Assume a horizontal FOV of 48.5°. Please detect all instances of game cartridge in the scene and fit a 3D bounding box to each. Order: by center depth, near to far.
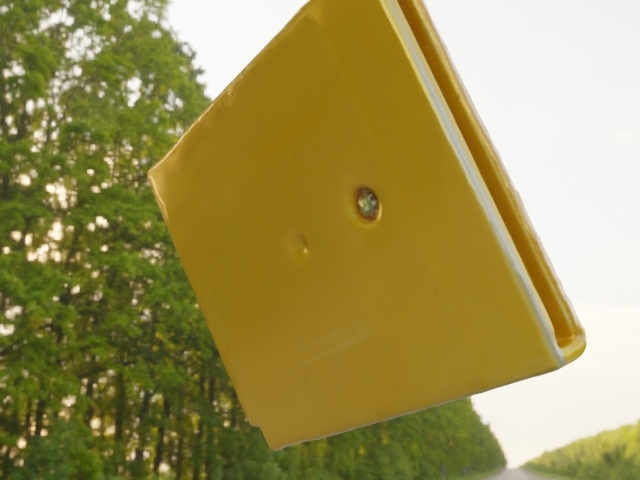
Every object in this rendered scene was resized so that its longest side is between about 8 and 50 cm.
[{"bbox_3d":[0.000,0.000,0.546,0.052,0.286,0.323,-17,-10,-42],"label":"game cartridge"}]
